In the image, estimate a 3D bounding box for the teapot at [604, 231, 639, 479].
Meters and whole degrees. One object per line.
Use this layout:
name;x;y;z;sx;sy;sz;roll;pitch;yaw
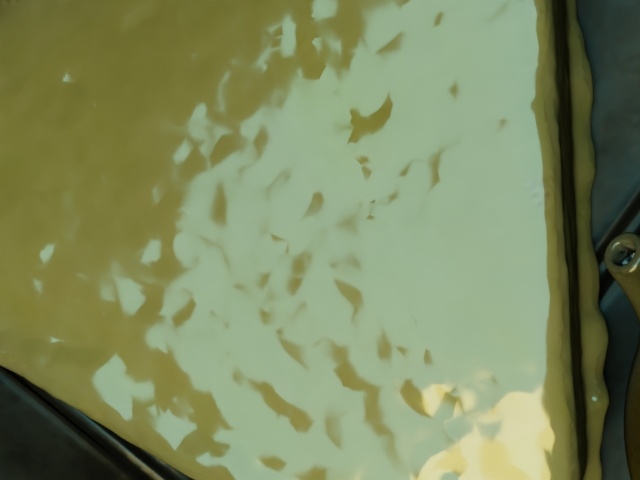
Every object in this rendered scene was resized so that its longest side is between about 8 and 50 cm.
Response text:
teapot;0.222;0.085;0.599;0.268;0.175;0.185;39;101;13

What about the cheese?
cheese;-0.001;0.001;0.696;0.384;0.104;0.383;0;89;15
